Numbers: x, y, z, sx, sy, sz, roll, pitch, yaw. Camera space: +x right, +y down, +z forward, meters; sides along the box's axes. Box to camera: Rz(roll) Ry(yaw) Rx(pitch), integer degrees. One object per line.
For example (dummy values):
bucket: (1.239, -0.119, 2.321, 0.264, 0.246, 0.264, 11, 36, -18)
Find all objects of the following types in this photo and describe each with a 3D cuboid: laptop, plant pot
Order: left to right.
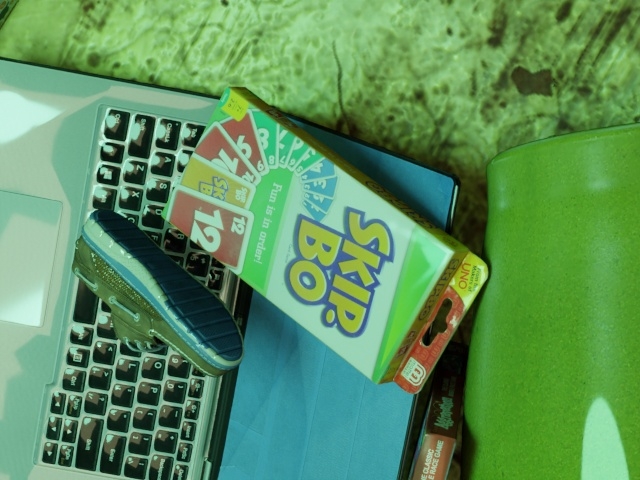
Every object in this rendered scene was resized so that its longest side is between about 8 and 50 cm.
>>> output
laptop: (-0.127, 0.077, 1.559, 0.408, 0.236, 0.381, 10, 100, -3)
plant pot: (0.263, 0.094, 1.435, 0.367, 0.366, 0.352, -7, 84, 16)

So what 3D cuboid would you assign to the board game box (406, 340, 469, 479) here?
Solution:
board game box: (0.085, 0.182, 1.504, 0.027, 0.281, 0.145, 13, 102, 4)

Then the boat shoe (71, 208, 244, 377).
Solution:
boat shoe: (-0.133, 0.055, 1.520, 0.183, 0.066, 0.066, 45, 118, 27)

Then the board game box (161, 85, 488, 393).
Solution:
board game box: (0.000, 0.000, 1.452, 0.259, 0.039, 0.124, 36, 110, 21)

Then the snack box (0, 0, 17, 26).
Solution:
snack box: (-0.367, -0.243, 1.678, 0.187, 0.060, 0.322, 37, 106, 7)
